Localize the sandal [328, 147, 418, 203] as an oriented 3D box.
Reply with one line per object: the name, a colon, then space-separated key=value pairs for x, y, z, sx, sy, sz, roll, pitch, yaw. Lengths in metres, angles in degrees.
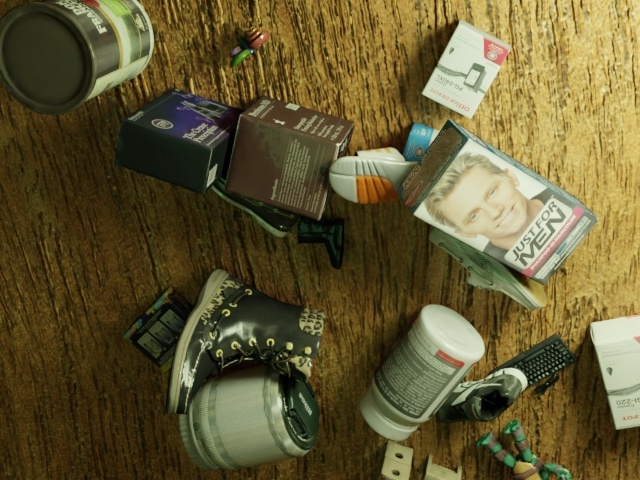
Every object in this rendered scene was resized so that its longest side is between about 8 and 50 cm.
sandal: x=0.143 y=-0.129 z=1.596 sx=0.265 sy=0.076 sz=0.102 roll=1 pitch=129 yaw=-10

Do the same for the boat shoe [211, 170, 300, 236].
boat shoe: x=-0.147 y=-0.100 z=1.762 sx=0.228 sy=0.081 sz=0.069 roll=36 pitch=114 yaw=-11

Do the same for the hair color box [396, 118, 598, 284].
hair color box: x=0.334 y=-0.065 z=1.560 sx=0.347 sy=0.105 sz=0.174 roll=26 pitch=110 yaw=-26

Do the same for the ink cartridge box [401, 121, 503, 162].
ink cartridge box: x=0.250 y=-0.134 z=1.649 sx=0.190 sy=0.082 sz=0.140 roll=19 pitch=116 yaw=6

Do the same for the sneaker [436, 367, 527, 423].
sneaker: x=0.338 y=0.356 z=1.816 sx=0.234 sy=0.106 sz=0.078 roll=-32 pitch=97 yaw=34

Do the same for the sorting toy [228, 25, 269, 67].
sorting toy: x=-0.150 y=-0.389 z=1.644 sx=0.102 sy=0.061 sz=0.042 roll=-39 pitch=100 yaw=1

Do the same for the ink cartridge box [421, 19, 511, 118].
ink cartridge box: x=0.274 y=-0.322 z=1.570 sx=0.109 sy=0.063 sz=0.150 roll=27 pitch=116 yaw=1

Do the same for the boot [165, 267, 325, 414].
boot: x=-0.153 y=0.236 z=1.758 sx=0.284 sy=0.377 sz=0.138 roll=18 pitch=129 yaw=-1

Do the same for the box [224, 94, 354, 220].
box: x=-0.059 y=-0.168 z=1.658 sx=0.203 sy=0.168 sz=0.167 roll=18 pitch=116 yaw=5

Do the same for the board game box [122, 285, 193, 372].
board game box: x=-0.360 y=0.212 z=1.963 sx=0.141 sy=0.048 sz=0.170 roll=43 pitch=115 yaw=-10

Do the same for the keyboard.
keyboard: x=0.472 y=0.288 z=1.813 sx=0.180 sy=0.023 sz=0.108 roll=-36 pitch=101 yaw=25

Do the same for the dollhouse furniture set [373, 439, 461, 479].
dollhouse furniture set: x=0.219 y=0.584 z=1.942 sx=0.183 sy=0.129 sz=0.129 roll=19 pitch=116 yaw=5

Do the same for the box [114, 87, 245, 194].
box: x=-0.263 y=-0.203 z=1.639 sx=0.184 sy=0.261 sz=0.103 roll=16 pitch=116 yaw=6

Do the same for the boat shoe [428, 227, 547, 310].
boat shoe: x=0.341 y=0.055 z=1.705 sx=0.277 sy=0.098 sz=0.096 roll=43 pitch=116 yaw=3

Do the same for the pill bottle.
pill bottle: x=0.212 y=0.290 z=1.798 sx=0.161 sy=0.161 sz=0.283 roll=32 pitch=116 yaw=-2

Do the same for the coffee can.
coffee can: x=-0.469 y=-0.375 z=1.605 sx=0.201 sy=0.275 sz=0.201 roll=5 pitch=114 yaw=11

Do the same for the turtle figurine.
turtle figurine: x=0.462 y=0.528 z=1.869 sx=0.175 sy=0.118 sz=0.234 roll=-34 pitch=87 yaw=9

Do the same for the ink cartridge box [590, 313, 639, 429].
ink cartridge box: x=0.664 y=0.271 z=1.722 sx=0.158 sy=0.092 sz=0.218 roll=-14 pitch=111 yaw=19

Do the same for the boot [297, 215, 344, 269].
boot: x=0.000 y=0.000 z=1.787 sx=0.099 sy=0.045 sz=0.121 roll=4 pitch=107 yaw=9

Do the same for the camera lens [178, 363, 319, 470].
camera lens: x=-0.156 y=0.403 z=1.901 sx=0.274 sy=0.219 sz=0.219 roll=-17 pitch=108 yaw=19
